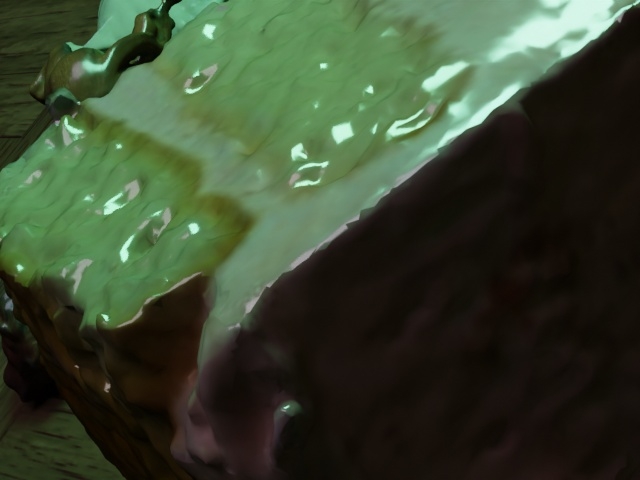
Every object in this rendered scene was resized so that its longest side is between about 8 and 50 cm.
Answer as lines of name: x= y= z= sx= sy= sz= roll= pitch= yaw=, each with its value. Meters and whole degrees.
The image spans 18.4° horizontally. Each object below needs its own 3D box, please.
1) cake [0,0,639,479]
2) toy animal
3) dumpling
cake: x=0.061 y=0.034 z=0.865 sx=0.307 sy=0.314 sz=0.293 roll=-38 pitch=29 yaw=-12
toy animal: x=-0.171 y=-0.040 z=1.405 sx=0.157 sy=0.097 sz=0.312 roll=-139 pitch=64 yaw=-77
dumpling: x=-0.122 y=-0.188 z=1.645 sx=0.169 sy=0.100 sz=0.134 roll=-50 pitch=-4 yaw=7
